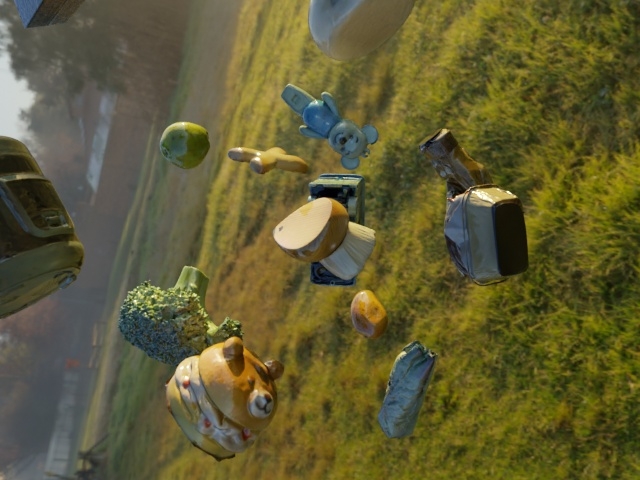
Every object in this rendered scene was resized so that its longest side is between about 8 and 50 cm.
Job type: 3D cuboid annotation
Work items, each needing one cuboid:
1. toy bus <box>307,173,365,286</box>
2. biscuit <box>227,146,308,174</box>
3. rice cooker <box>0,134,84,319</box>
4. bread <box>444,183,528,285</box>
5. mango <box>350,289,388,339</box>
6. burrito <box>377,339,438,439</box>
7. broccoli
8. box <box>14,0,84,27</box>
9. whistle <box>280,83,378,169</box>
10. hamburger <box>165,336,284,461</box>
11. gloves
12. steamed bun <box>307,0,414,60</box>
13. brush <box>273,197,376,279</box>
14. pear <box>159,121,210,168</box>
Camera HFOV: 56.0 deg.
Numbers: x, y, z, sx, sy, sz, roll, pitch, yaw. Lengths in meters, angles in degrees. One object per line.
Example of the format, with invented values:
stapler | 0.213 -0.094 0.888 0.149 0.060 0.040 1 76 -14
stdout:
toy bus | 0.050 -0.034 1.805 0.190 0.152 0.312 -53 -36 -72
biscuit | -0.154 -0.242 1.807 0.164 0.208 0.047 33 117 33
rice cooker | -0.644 -0.024 1.130 0.325 0.335 0.335 60 153 2
bread | 0.372 -0.014 1.352 0.212 0.142 0.224 -168 70 -72
mango | 0.151 0.239 1.936 0.165 0.115 0.089 59 165 21
burrito | 0.185 0.330 1.320 0.096 0.066 0.309 36 135 28
broccoli | -0.400 0.229 1.791 0.249 0.375 0.301 164 125 -77
box | -0.585 -0.620 1.253 0.279 0.116 0.261 -5 108 51
whistle | 0.012 -0.256 1.308 0.114 0.236 0.077 -53 -3 26
hamburger | -0.220 0.380 1.512 0.237 0.276 0.276 -41 32 12
gloves | 0.414 -0.173 1.761 0.154 0.331 0.141 -31 4 39
steamed bun | 0.088 -0.588 1.479 0.177 0.283 0.283 57 144 14
brush | 0.000 0.000 1.588 0.267 0.166 0.174 -4 55 51
pear | -0.254 -0.186 1.151 0.097 0.092 0.092 -44 0 -33
